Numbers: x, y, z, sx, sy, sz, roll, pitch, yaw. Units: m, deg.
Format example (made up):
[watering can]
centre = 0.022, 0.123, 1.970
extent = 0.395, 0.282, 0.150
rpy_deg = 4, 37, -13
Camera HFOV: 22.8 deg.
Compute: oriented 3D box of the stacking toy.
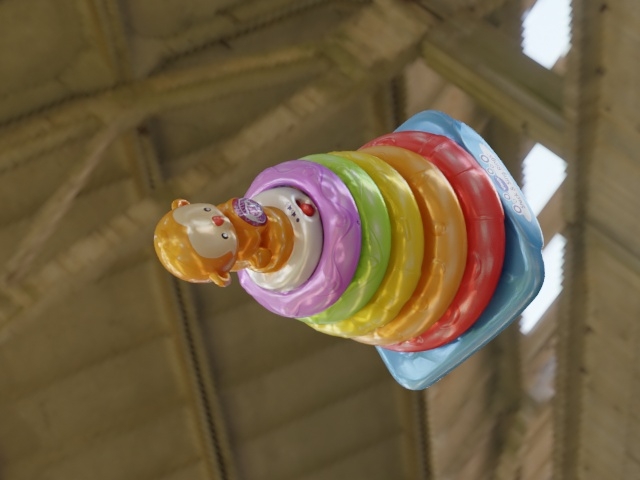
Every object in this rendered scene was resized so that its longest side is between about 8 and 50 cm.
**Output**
[stacking toy]
centre = 0.000, 0.000, 1.079
extent = 0.302, 0.175, 0.166
rpy_deg = 3, -40, -51
